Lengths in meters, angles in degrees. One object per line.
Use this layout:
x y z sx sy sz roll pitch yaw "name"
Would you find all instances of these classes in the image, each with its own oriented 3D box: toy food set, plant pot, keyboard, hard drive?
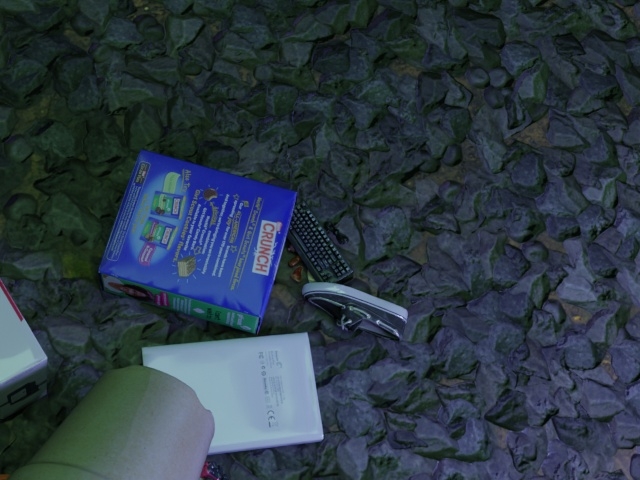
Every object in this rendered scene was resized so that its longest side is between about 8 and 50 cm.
-0.032 0.038 2.111 0.078 0.019 0.122 17 65 -6 "toy food set"
-0.329 0.383 1.705 0.333 0.334 0.305 26 46 -1 "plant pot"
0.000 0.000 2.110 0.108 0.023 0.180 -30 78 -22 "keyboard"
-0.167 0.290 1.967 0.318 0.040 0.210 -4 70 -14 "hard drive"

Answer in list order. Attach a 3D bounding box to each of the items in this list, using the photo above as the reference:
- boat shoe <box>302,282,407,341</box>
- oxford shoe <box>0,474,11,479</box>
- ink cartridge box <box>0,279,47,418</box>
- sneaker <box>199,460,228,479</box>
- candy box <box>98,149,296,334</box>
0.066 0.141 2.060 0.219 0.078 0.070 17 65 -7 "boat shoe"
-0.558 0.461 1.775 0.363 0.132 0.130 26 56 -22 "oxford shoe"
-0.557 0.190 1.813 0.100 0.237 0.172 -29 77 -24 "ink cartridge box"
-0.198 0.544 1.831 0.112 0.121 0.299 -18 72 12 "sneaker"
-0.231 0.002 2.011 0.317 0.122 0.268 16 69 0 "candy box"
